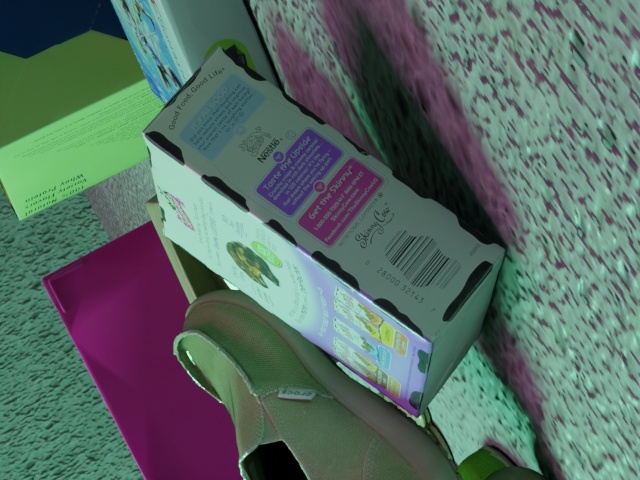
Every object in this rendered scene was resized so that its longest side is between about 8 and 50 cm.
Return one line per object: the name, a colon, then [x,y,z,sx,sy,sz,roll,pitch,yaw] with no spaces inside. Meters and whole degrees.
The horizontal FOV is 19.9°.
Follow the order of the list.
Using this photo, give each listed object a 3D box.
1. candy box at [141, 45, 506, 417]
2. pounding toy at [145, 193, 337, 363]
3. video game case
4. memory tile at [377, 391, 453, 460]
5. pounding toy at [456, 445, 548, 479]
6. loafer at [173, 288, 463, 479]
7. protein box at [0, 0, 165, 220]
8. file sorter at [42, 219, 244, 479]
candy box: [0.000,0.000,1.038,0.196,0.070,0.165,36,164,11]
pounding toy: [-0.010,-0.017,1.218,0.206,0.094,0.181,1,122,46]
video game case: [-0.122,-0.199,1.390,0.244,0.061,0.269,68,169,-24]
memory tile: [0.081,0.165,1.441,0.113,0.012,0.148,62,170,4]
pounding toy: [0.110,0.239,1.192,0.183,0.110,0.237,62,171,4]
loafer: [-0.020,0.117,1.152,0.268,0.092,0.102,31,152,46]
protein box: [-0.236,-0.146,1.716,0.136,0.200,0.201,61,171,14]
file sorter: [-0.119,0.140,1.884,0.290,0.202,0.182,59,173,21]
